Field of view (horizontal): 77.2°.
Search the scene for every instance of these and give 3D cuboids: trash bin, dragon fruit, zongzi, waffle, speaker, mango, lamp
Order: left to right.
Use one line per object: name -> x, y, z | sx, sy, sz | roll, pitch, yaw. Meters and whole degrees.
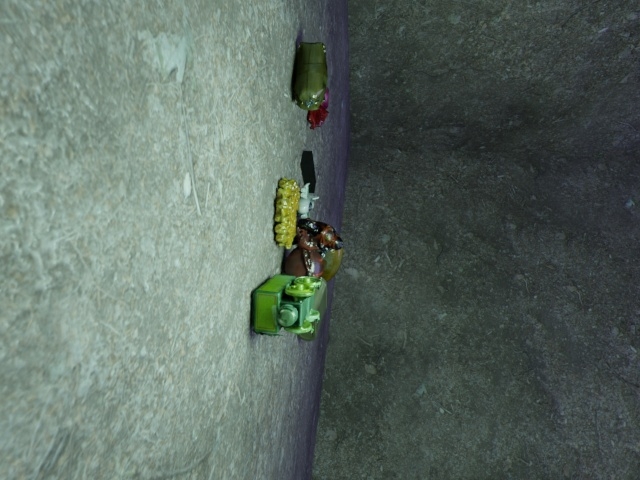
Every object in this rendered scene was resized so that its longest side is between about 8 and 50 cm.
waffle -> -0.117, -0.096, 1.447 | 0.249, 0.056, 0.253 | -24, 116, -81
lamp -> -0.059, 0.077, 1.550 | 0.223, 0.151, 0.215 | -69, -157, 3
speaker -> -0.053, -0.311, 1.846 | 0.218, 0.044, 0.082 | 81, 15, -63
trash bin -> -0.045, 0.342, 2.028 | 0.247, 0.121, 0.243 | -69, 162, -54
zongzi -> -0.034, -0.582, 1.564 | 0.274, 0.125, 0.251 | 89, 6, -75
dragon fruit -> -0.029, -0.570, 1.816 | 0.131, 0.097, 0.063 | -62, 161, -18
mango -> 0.016, 0.090, 2.088 | 0.146, 0.193, 0.316 | -12, 120, -61

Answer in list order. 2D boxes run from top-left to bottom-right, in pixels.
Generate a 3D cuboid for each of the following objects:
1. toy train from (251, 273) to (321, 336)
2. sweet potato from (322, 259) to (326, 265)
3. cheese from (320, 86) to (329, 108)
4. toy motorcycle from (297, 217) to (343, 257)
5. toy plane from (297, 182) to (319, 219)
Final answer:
toy train -> -0.100, 0.194, 1.249 | 0.272, 0.188, 0.159 | -39, 132, -77
sweet potato -> -0.065, 0.167, 1.775 | 0.346, 0.079, 0.108 | -52, 146, -43
cheese -> 0.011, -0.756, 2.009 | 0.155, 0.062, 0.244 | -65, 157, -72
toy motorcycle -> 0.000, 0.000, 1.793 | 0.401, 0.207, 0.134 | 97, 15, -75
toy plane -> -0.061, -0.165, 1.747 | 0.174, 0.080, 0.174 | 6, 90, -80
